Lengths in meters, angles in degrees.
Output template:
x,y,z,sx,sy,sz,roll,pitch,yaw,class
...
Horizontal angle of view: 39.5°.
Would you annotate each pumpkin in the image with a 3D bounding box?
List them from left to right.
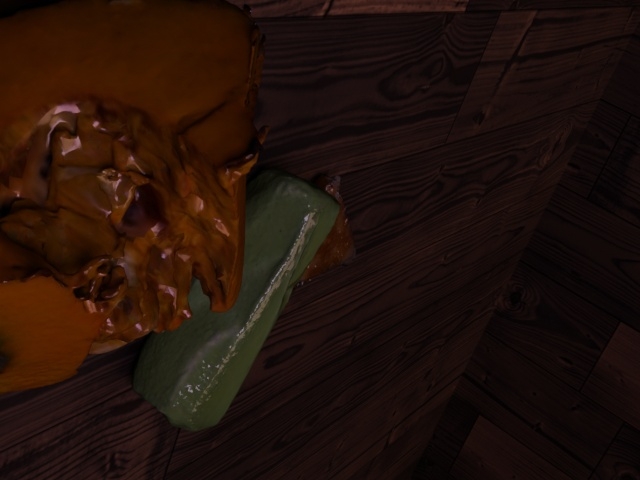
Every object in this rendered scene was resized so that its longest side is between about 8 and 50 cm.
x,y,z,sx,sy,sz,roll,pitch,yaw,class
-0.177,-0.045,0.666,0.303,0.256,0.225,-20,148,-18,pumpkin

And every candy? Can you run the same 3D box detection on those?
x,y,z,sx,sy,sz,roll,pitch,yaw,class
-0.101,0.074,1.106,0.142,0.132,0.344,28,95,-50,candy

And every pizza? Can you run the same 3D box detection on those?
x,y,z,sx,sy,sz,roll,pitch,yaw,class
0.000,0.000,1.304,0.185,0.052,0.195,-64,152,-2,pizza
